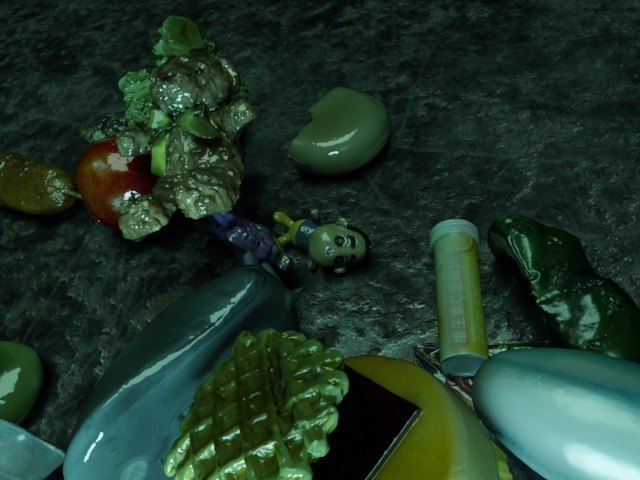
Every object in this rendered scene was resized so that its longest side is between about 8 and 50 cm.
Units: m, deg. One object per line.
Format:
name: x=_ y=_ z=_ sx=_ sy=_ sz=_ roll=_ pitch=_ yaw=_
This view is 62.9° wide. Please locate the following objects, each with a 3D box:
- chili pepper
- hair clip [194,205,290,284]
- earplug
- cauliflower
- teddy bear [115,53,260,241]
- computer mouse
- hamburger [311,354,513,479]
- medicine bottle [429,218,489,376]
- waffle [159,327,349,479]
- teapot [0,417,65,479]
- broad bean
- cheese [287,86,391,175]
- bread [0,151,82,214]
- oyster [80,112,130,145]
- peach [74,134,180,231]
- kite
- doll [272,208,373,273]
chili pepper: x=0.322 y=0.067 z=0.661 sx=0.116 sy=0.148 sz=0.265 roll=-35 pitch=56 yaw=15
hair clip: x=-0.131 y=-0.011 z=0.832 sx=0.090 sy=0.137 sz=0.278 roll=-53 pitch=36 yaw=-6
earplug: x=0.310 y=0.193 z=0.509 sx=0.324 sy=0.185 sz=0.185 roll=18 pitch=60 yaw=20
cauliflower: x=-0.265 y=-0.320 z=1.047 sx=0.272 sy=0.250 sz=0.275 roll=-16 pitch=53 yaw=-28
teddy bear: x=-0.210 y=-0.164 z=0.808 sx=0.246 sy=0.223 sz=0.296 roll=-15 pitch=23 yaw=18
computer mouse: x=-0.172 y=0.173 z=0.691 sx=0.371 sy=0.188 sz=0.122 roll=-42 pitch=46 yaw=-16
hamburger: x=0.049 y=0.268 z=0.542 sx=0.300 sy=0.176 sz=0.300 roll=-23 pitch=34 yaw=17
medicine bottle: x=0.192 y=0.074 z=0.724 sx=0.074 sy=0.074 sz=0.218 roll=-4 pitch=50 yaw=13
waffle: x=-0.067 y=0.182 z=0.544 sx=0.214 sy=0.054 sz=0.208 roll=-3 pitch=41 yaw=43
teapot: x=-0.452 y=0.379 z=0.586 sx=0.300 sy=0.253 sz=0.344 roll=30 pitch=56 yaw=-11
broad bean: x=-0.540 y=0.246 z=0.803 sx=0.228 sy=0.100 sz=0.169 roll=-16 pitch=57 yaw=-12
cheese: x=0.031 y=-0.200 z=0.980 sx=0.202 sy=0.091 sz=0.175 roll=-42 pitch=52 yaw=-18
bread: x=-0.613 y=-0.115 z=1.107 sx=0.344 sy=0.084 sz=0.124 roll=14 pitch=80 yaw=25
oyster: x=-0.494 y=-0.262 z=1.207 sx=0.148 sy=0.051 sz=0.103 roll=-19 pitch=42 yaw=14
peach: x=-0.330 y=-0.104 z=0.954 sx=0.197 sy=0.197 sz=0.197 roll=-8 pitch=51 yaw=10
kite: x=0.196 y=0.188 z=0.680 sx=0.241 sy=0.014 sz=0.183 roll=-35 pitch=53 yaw=-13
doll: x=0.000 y=0.000 z=0.840 sx=0.179 sy=0.102 sz=0.089 roll=7 pitch=17 yaw=23
